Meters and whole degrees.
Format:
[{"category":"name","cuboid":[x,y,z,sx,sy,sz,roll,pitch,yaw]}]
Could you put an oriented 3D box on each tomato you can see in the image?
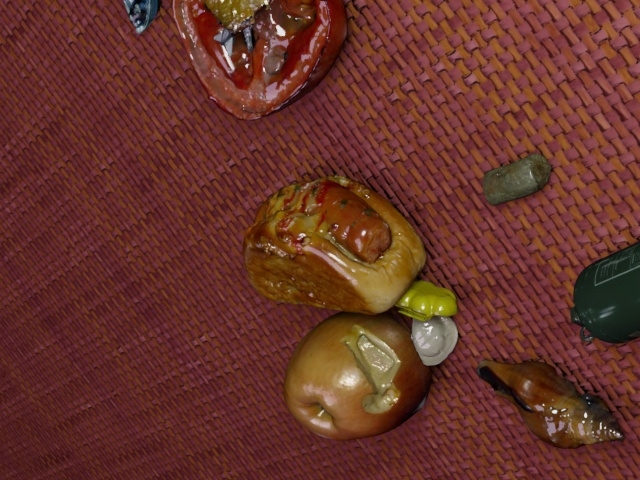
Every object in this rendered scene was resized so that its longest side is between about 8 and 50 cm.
[{"category":"tomato","cuboid":[-0.059,-0.258,1.669,0.228,0.101,0.228,12,111,34]}]

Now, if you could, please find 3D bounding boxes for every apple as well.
[{"category":"apple","cuboid":[0.042,0.181,1.882,0.199,0.199,0.199,29,140,28]}]

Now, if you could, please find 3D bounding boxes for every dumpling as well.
[{"category":"dumpling","cuboid":[0.147,0.119,1.831,0.059,0.077,0.043,-5,166,12]}]

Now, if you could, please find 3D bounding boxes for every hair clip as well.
[{"category":"hair clip","cuboid":[0.108,0.071,1.813,0.173,0.072,0.046,12,108,50]}]

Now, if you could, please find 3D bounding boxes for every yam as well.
[{"category":"yam","cuboid":[0.215,-0.067,1.585,0.094,0.043,0.043,-18,107,52]}]

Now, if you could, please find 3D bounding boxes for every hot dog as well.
[{"category":"hot dog","cuboid":[0.000,0.000,1.800,0.257,0.150,0.153,6,134,46]}]

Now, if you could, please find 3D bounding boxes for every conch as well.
[{"category":"conch","cuboid":[0.272,0.200,1.730,0.233,0.080,0.086,28,131,31]}]

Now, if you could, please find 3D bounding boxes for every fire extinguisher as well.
[{"category":"fire extinguisher","cuboid":[0.357,0.045,1.487,0.311,0.114,0.095,-31,57,54]}]

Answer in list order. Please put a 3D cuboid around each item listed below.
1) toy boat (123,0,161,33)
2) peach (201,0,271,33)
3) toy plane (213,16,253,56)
[{"category":"toy boat","cuboid":[-0.249,-0.336,1.842,0.060,0.061,0.137,11,130,43]},{"category":"peach","cuboid":[-0.079,-0.360,1.563,0.189,0.068,0.279,1,87,24]},{"category":"toy plane","cuboid":[-0.095,-0.253,1.617,0.078,0.031,0.083,48,127,29]}]
